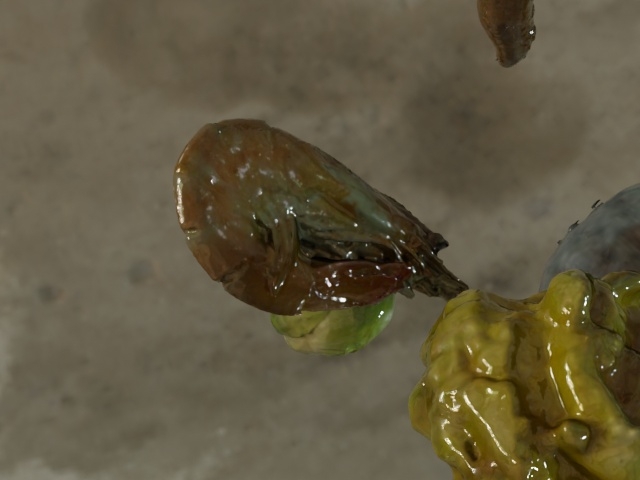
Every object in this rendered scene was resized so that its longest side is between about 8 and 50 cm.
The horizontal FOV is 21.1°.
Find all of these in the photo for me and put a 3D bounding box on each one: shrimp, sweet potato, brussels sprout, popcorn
[{"bbox_3d":[-0.001,0.001,1.067,0.217,0.051,0.115,25,71,-28],"label":"shrimp"},{"bbox_3d":[0.165,-0.257,1.531,0.067,0.067,0.274,-17,136,-7],"label":"sweet potato"},{"bbox_3d":[0.017,0.065,2.025,0.155,0.117,0.155,8,127,11],"label":"brussels sprout"},{"bbox_3d":[0.142,0.112,0.962,0.155,0.198,0.197,-20,128,19],"label":"popcorn"}]

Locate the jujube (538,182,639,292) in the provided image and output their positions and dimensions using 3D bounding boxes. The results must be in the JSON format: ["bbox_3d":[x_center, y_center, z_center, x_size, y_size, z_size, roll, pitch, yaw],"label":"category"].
[{"bbox_3d":[0.304,0.094,1.174,0.246,0.308,0.215,-28,141,-12],"label":"jujube"}]
